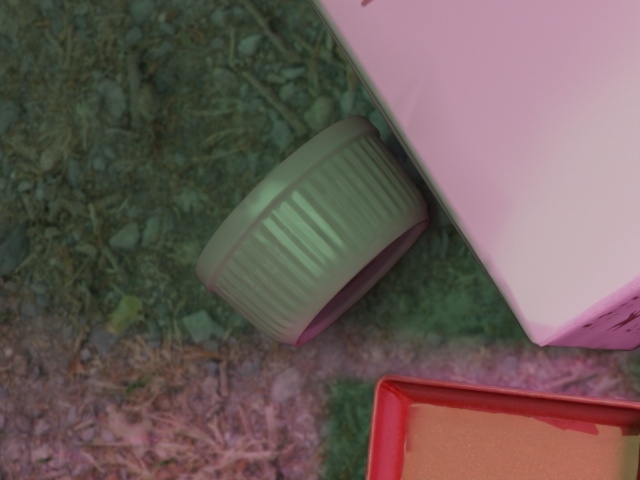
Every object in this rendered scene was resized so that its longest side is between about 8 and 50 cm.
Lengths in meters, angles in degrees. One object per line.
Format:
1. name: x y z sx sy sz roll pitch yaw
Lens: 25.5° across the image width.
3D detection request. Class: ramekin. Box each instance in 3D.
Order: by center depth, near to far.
1. ramekin: 0.000 0.000 1.245 0.207 0.207 0.109 -45 80 12

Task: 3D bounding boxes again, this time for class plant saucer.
1. plant saucer: 0.164 0.257 1.237 0.259 0.048 0.258 4 86 21

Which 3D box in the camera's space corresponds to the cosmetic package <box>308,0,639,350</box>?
1. cosmetic package: 0.246 -0.135 1.056 0.329 0.394 0.327 -35 74 16
